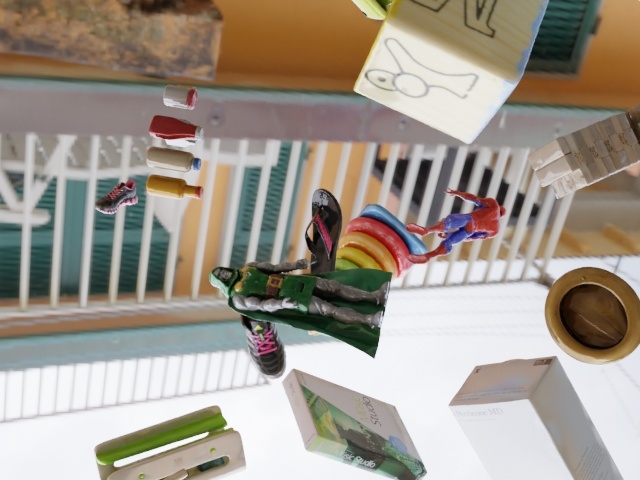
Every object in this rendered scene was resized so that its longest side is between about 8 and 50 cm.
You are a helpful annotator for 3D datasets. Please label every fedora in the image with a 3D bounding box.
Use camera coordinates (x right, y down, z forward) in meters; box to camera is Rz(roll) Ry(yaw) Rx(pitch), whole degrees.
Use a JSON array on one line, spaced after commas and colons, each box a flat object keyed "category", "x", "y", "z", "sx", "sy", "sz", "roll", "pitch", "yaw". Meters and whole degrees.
[{"category": "fedora", "x": 0.531, "y": 0.143, "z": 1.737, "sx": 0.194, "sy": 0.194, "sz": 0.079, "roll": 27, "pitch": -167, "yaw": 27}]

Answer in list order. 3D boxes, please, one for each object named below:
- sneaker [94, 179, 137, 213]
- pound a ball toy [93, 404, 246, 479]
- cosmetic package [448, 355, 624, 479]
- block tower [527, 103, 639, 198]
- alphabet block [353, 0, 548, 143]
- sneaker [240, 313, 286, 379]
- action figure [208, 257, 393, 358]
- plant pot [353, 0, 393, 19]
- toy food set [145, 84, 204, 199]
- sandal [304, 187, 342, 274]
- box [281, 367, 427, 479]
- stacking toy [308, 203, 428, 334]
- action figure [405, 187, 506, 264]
[{"category": "sneaker", "x": -0.428, "y": -0.096, "z": 1.894, "sx": 0.047, "sy": 0.057, "sz": 0.119, "roll": 28, "pitch": -149, "yaw": 17}, {"category": "pound a ball toy", "x": -0.301, "y": 0.467, "z": 1.761, "sx": 0.319, "sy": 0.135, "sz": 0.208, "roll": -16, "pitch": -156, "yaw": -22}, {"category": "cosmetic package", "x": 0.465, "y": 0.442, "z": 1.903, "sx": 0.217, "sy": 0.385, "sz": 0.156, "roll": -19, "pitch": -160, "yaw": 45}, {"category": "block tower", "x": 0.517, "y": -0.171, "z": 1.534, "sx": 0.336, "sy": 0.090, "sz": 0.097, "roll": -22, "pitch": 176, "yaw": -23}, {"category": "alphabet block", "x": 0.186, "y": -0.289, "z": 1.293, "sx": 0.197, "sy": 0.192, "sz": 0.193, "roll": 25, "pitch": -117, "yaw": -3}, {"category": "sneaker", "x": -0.103, "y": 0.157, "z": 1.551, "sx": 0.063, "sy": 0.170, "sz": 0.075, "roll": -15, "pitch": 172, "yaw": 1}, {"category": "action figure", "x": -0.032, "y": 0.068, "z": 1.157, "sx": 0.232, "sy": 0.063, "sz": 0.137, "roll": 9, "pitch": -133, "yaw": 8}, {"category": "plant pot", "x": 0.114, "y": -0.569, "z": 1.722, "sx": 0.227, "sy": 0.207, "sz": 0.228, "roll": 42, "pitch": -158, "yaw": -25}, {"category": "toy food set", "x": -0.251, "y": -0.196, "z": 1.690, "sx": 0.105, "sy": 0.111, "sz": 0.232, "roll": 10, "pitch": -114, "yaw": 9}, {"category": "sandal", "x": 0.000, "y": 0.000, "z": 1.554, "sx": 0.040, "sy": 0.179, "sz": 0.067, "roll": -3, "pitch": -173, "yaw": -44}, {"category": "box", "x": 0.077, "y": 0.428, "z": 2.072, "sx": 0.322, "sy": 0.058, "sz": 0.232, "roll": 24, "pitch": -159, "yaw": -29}, {"category": "stacking toy", "x": 0.063, "y": 0.082, "z": 1.854, "sx": 0.166, "sy": 0.175, "sz": 0.302, "roll": 41, "pitch": -118, "yaw": 2}, {"category": "action figure", "x": 0.246, "y": -0.033, "z": 1.754, "sx": 0.280, "sy": 0.091, "sz": 0.139, "roll": -17, "pitch": -159, "yaw": -40}]
